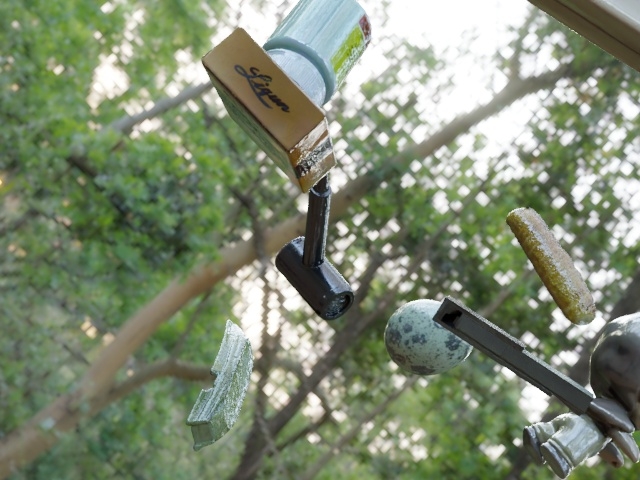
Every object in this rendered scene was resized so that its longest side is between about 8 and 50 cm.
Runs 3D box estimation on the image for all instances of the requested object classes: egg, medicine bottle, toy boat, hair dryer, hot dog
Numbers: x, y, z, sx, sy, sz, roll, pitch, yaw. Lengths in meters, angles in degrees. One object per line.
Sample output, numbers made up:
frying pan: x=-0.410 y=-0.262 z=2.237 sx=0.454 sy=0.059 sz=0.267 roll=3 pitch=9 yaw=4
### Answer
egg: x=0.191 y=0.169 z=2.114 sx=0.172 sy=0.132 sz=0.132 roll=-5 pitch=-48 yaw=41
medicine bottle: x=-0.020 y=-0.290 z=1.932 sx=0.139 sy=0.225 sz=0.139 roll=19 pitch=-40 yaw=17
toy boat: x=-0.153 y=0.225 z=1.970 sx=0.055 sy=0.293 sz=0.093 roll=-4 pitch=-61 yaw=12
hair dryer: x=0.000 y=0.000 z=1.775 sx=0.128 sy=0.070 sz=0.255 roll=50 pitch=-29 yaw=31
hot dog: x=0.457 y=0.044 z=2.391 sx=0.083 sy=0.068 sz=0.289 roll=11 pitch=42 yaw=-42

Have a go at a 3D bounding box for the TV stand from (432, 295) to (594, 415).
TV stand: x=0.283 y=0.168 z=1.782 sx=0.256 sy=0.040 sz=0.049 roll=33 pitch=7 yaw=10

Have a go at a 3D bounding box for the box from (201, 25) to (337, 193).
box: x=-0.057 y=-0.153 z=1.486 sx=0.152 sy=0.070 sz=0.237 roll=47 pitch=-2 yaw=9

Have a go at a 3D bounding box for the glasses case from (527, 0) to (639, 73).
glasses case: x=0.319 y=-0.232 z=1.125 sx=0.336 sy=0.144 sz=0.076 roll=30 pitch=-11 yaw=-14

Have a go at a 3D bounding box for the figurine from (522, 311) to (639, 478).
figurine: x=0.517 y=0.260 z=2.083 sx=0.203 sy=0.380 sz=0.248 roll=52 pitch=-15 yaw=7
